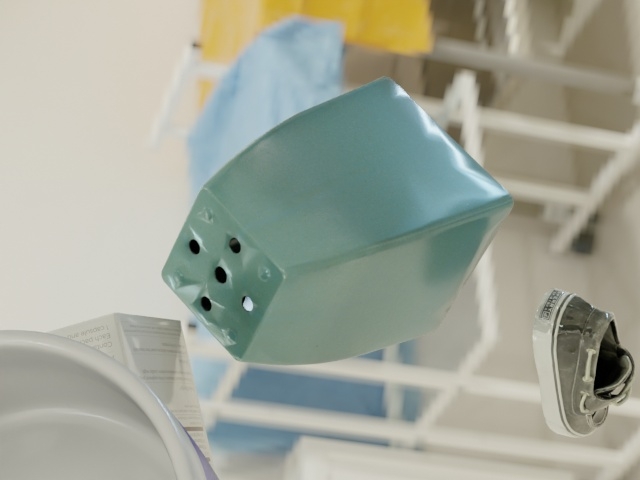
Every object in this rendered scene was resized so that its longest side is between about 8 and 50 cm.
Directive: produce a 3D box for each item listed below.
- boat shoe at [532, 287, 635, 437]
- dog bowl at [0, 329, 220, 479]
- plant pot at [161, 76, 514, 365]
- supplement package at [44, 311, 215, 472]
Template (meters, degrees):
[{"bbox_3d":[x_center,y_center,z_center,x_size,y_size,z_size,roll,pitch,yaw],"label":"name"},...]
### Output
[{"bbox_3d":[0.237,0.120,1.684,0.078,0.070,0.219,-63,-26,-21],"label":"boat shoe"},{"bbox_3d":[-0.179,0.190,1.083,0.104,0.265,0.265,61,-154,-60],"label":"dog bowl"},{"bbox_3d":[0.000,0.000,1.562,0.166,0.234,0.165,46,131,21],"label":"plant pot"},{"bbox_3d":[-0.159,0.190,1.425,0.134,0.139,0.244,15,-121,-72],"label":"supplement package"}]
